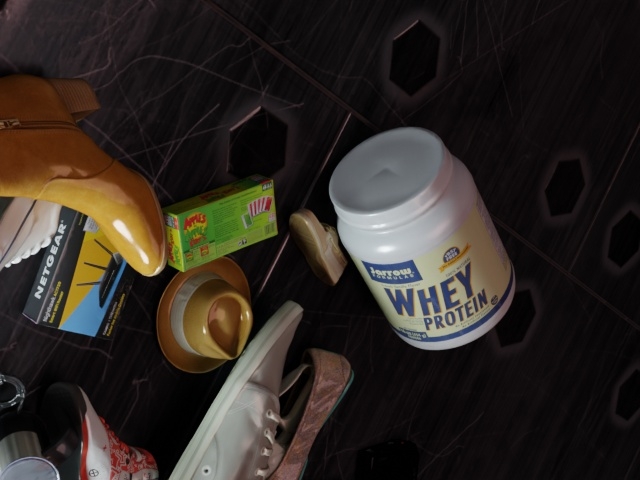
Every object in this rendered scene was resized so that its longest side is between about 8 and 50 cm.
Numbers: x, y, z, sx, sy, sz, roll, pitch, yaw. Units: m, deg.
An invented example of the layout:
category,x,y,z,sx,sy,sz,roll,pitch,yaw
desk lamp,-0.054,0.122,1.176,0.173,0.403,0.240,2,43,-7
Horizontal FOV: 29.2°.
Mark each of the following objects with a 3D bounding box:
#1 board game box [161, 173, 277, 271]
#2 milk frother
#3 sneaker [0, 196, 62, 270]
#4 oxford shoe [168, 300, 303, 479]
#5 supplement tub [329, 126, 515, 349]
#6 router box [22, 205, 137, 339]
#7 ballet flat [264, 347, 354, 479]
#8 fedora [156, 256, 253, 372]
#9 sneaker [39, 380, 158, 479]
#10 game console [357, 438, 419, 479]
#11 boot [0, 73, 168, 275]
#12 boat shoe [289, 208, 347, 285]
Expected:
category,x,y,z,sx,sy,sz,roll,pitch,yaw
board game box,-0.150,-0.028,1.858,0.181,0.043,0.092,-23,119,-36
milk frother,-0.413,0.265,1.652,0.143,0.135,0.129,34,95,-28
sneaker,-0.394,-0.014,1.603,0.091,0.094,0.258,40,76,-39
oxford shoe,-0.124,0.301,1.886,0.449,0.130,0.169,-63,177,-19
supplement tub,0.167,-0.002,2.026,0.235,0.235,0.325,-47,131,-19
router box,-0.323,0.040,1.722,0.133,0.046,0.179,18,93,-44
ballet flat,-0.061,0.318,2.045,0.106,0.107,0.316,34,76,-26
fedora,-0.160,0.121,1.880,0.194,0.079,0.194,-17,117,-38
sneaker,-0.320,0.312,1.806,0.145,0.090,0.270,-28,113,-52
game console,0.037,0.496,2.225,0.361,0.044,0.213,-10,112,-39
boot,-0.326,-0.068,1.514,0.211,0.104,0.295,-20,82,-51
boat shoe,0.000,0.000,1.999,0.059,0.063,0.170,-48,141,-22
